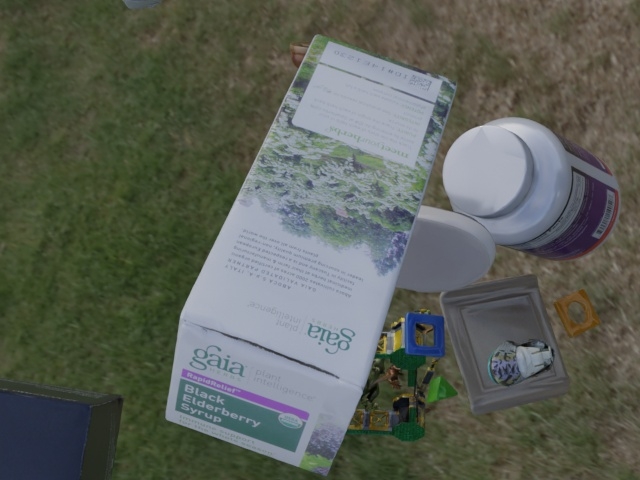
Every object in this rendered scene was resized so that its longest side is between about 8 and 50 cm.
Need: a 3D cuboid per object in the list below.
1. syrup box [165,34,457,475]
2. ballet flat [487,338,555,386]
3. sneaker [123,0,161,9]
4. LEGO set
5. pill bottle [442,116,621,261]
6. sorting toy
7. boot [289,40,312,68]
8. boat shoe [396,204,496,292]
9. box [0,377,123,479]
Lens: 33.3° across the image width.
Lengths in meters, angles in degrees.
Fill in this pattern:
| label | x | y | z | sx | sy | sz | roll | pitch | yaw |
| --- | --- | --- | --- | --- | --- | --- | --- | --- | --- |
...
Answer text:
| label | x | y | z | sx | sy | sz | roll | pitch | yaw |
| --- | --- | --- | --- | --- | --- | --- | --- | --- | --- |
| syrup box | 0.000 | 0.000 | 0.598 | 0.093 | 0.096 | 0.237 | 19 | 50 | 2 |
| ballet flat | 0.187 | 0.107 | 0.972 | 0.041 | 0.114 | 0.041 | 0 | 91 | 28 |
| sneaker | -0.044 | -0.266 | 0.826 | 0.210 | 0.366 | 0.137 | -6 | 100 | 26 |
| LEGO set | 0.086 | 0.198 | 1.903 | 0.255 | 0.331 | 0.192 | -5 | 46 | 11 |
| pill bottle | 0.305 | -0.074 | 1.561 | 0.181 | 0.323 | 0.181 | -6 | 79 | 33 |
| sorting toy | 0.280 | 0.160 | 1.654 | 0.347 | 0.047 | 0.196 | -8 | 77 | -23 |
| boot | 0.036 | -0.121 | 1.127 | 0.073 | 0.197 | 0.152 | 41 | 114 | 58 |
| boat shoe | 0.082 | -0.028 | 1.395 | 0.340 | 0.127 | 0.158 | 2 | 38 | 31 |
| box | -0.400 | 0.226 | 1.109 | 0.343 | 0.312 | 0.179 | 9 | 82 | -3 |
